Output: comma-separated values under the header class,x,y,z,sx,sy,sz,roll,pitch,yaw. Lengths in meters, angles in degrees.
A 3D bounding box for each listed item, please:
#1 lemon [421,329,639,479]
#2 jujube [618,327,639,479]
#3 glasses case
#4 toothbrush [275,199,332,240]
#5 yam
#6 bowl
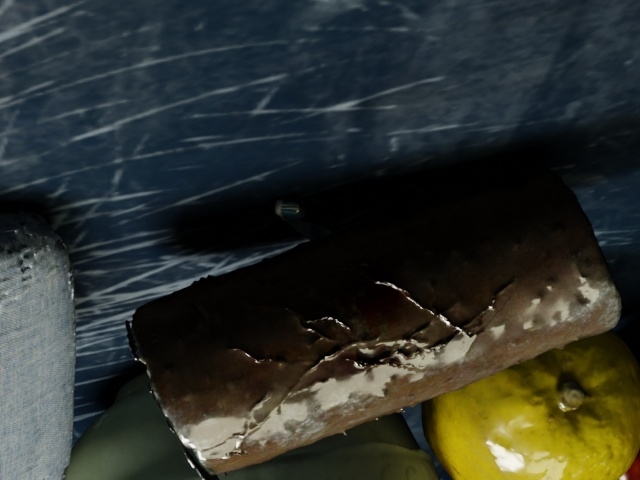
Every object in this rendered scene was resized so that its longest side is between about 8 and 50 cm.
class,x,y,z,sx,sy,sz,roll,pitch,yaw
lemon,0.159,0.127,1.378,0.170,0.170,0.207,-10,166,-6
jujube,0.298,0.186,1.503,0.213,0.232,0.213,1,123,1
glasses case,-0.201,0.088,1.091,0.109,0.067,0.282,-20,147,-23
toothbrush,0.000,0.000,1.150,0.017,0.014,0.162,3,166,16
yam,0.031,0.048,1.106,0.279,0.131,0.131,-20,162,-4
bowl,-0.063,0.183,1.408,0.307,0.163,0.307,-10,161,-4
